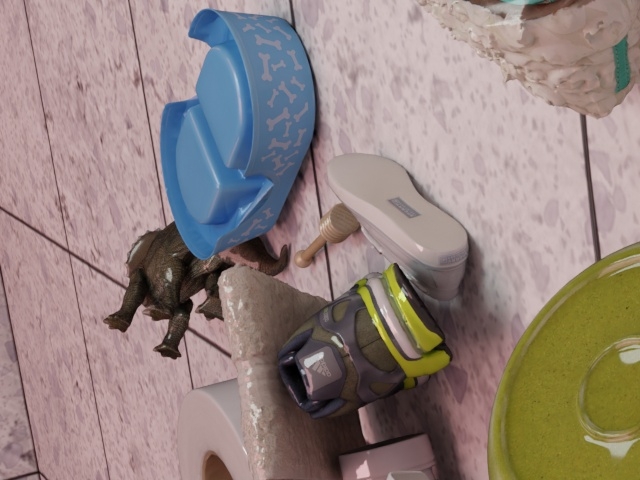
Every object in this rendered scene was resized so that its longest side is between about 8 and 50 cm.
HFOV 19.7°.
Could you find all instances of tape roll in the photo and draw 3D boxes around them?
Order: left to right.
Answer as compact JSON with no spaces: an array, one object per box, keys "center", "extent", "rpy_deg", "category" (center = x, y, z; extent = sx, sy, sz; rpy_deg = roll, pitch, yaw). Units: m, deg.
[{"center":[-0.056,0.280,1.938],"extent":[0.286,0.100,0.286],"rpy_deg":[166,90,-69],"category":"tape roll"}]

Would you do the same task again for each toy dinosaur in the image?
[{"center":[-0.140,0.025,1.959],"extent":[0.313,0.121,0.160],"rpy_deg":[-38,33,53],"category":"toy dinosaur"}]

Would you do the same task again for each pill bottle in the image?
[{"center":[0.076,0.262,1.584],"extent":[0.108,0.108,0.180],"rpy_deg":[158,98,-69],"category":"pill bottle"}]

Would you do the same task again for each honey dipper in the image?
[{"center":[0.000,0.000,1.723],"extent":[0.160,0.030,0.030],"rpy_deg":[138,117,-68],"category":"honey dipper"}]

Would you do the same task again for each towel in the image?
[{"center":[-0.022,0.129,1.621],"extent":[0.282,0.049,0.187],"rpy_deg":[31,-134,-71],"category":"towel"}]

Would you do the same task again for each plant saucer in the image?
[{"center":[0.186,0.092,1.078],"extent":[0.241,0.037,0.241],"rpy_deg":[-29,43,31],"category":"plant saucer"}]

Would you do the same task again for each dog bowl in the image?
[{"center":[-0.081,-0.104,1.783],"extent":[0.297,0.074,0.166],"rpy_deg":[116,137,-54],"category":"dog bowl"}]

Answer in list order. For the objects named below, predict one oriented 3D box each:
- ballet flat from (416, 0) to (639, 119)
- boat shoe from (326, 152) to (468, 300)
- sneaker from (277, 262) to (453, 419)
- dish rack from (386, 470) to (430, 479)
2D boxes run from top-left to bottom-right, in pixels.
[{"center":[0.087,-0.199,1.259],"extent":[0.409,0.147,0.147],"rpy_deg":[-128,32,-49],"category":"ballet flat"},{"center":[0.063,-0.012,1.523],"extent":[0.184,0.066,0.063],"rpy_deg":[38,137,44],"category":"boat shoe"},{"center":[0.022,0.091,1.531],"extent":[0.111,0.121,0.300],"rpy_deg":[62,173,8],"category":"sneaker"},{"center":[0.168,0.233,1.135],"extent":[0.333,0.285,0.072],"rpy_deg":[44,123,54],"category":"dish rack"}]
